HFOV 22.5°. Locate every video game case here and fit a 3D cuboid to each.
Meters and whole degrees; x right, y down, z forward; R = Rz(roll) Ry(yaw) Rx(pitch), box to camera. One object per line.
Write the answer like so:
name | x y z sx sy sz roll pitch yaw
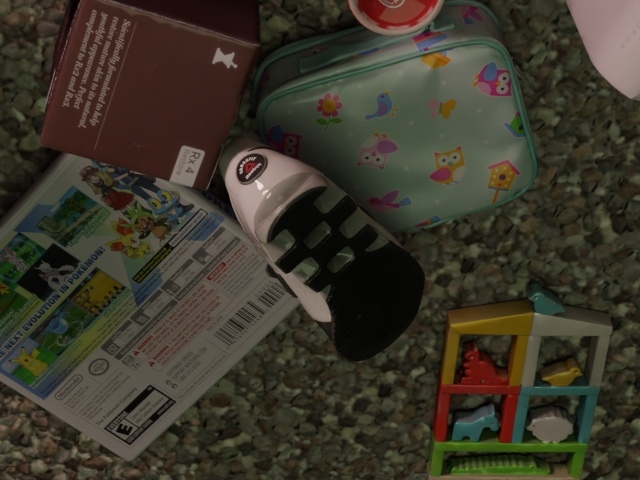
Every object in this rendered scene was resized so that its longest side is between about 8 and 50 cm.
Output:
video game case | -0.219 0.062 1.725 0.300 0.036 0.329 36 116 -22

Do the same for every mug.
mug | 0.046 -0.273 1.512 0.150 0.169 0.113 11 123 -12

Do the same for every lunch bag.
lunch bag | 0.079 -0.125 1.652 0.279 0.108 0.224 -16 123 6

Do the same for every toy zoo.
toy zoo | 0.235 0.173 1.910 0.192 0.030 0.293 1 124 -4

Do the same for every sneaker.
sneaker | 0.000 0.000 1.613 0.122 0.146 0.330 -41 143 -6

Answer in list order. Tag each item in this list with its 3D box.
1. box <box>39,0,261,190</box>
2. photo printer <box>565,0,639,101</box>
box | -0.161 -0.185 1.537 0.167 0.203 0.168 16 121 -14
photo printer | 0.324 -0.275 1.448 0.107 0.307 0.256 22 121 -18
